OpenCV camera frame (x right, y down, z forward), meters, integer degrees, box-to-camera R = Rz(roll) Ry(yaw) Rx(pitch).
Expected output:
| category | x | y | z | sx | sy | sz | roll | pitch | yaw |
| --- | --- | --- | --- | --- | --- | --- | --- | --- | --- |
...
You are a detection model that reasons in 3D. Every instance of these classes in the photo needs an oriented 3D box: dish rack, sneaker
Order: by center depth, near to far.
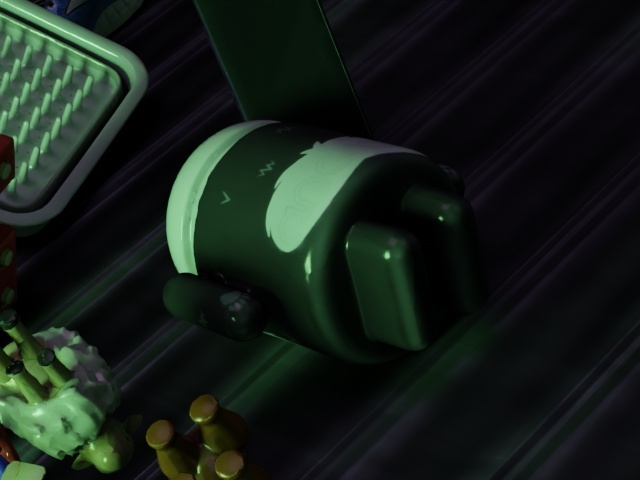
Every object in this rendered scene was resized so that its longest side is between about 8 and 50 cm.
| category | x | y | z | sx | sy | sz | roll | pitch | yaw |
| --- | --- | --- | --- | --- | --- | --- | --- | --- | --- |
| dish rack | -0.373 | -0.146 | 1.741 | 0.333 | 0.072 | 0.285 | 25 | 48 | 4 |
| sneaker | -0.319 | -0.266 | 1.949 | 0.130 | 0.147 | 0.330 | -7 | 37 | 25 |

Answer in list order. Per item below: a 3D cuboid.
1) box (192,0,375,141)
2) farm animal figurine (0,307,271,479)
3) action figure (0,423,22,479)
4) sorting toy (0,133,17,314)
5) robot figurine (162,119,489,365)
| category | x | y | z | sx | sy | sz | roll | pitch | yaw |
| --- | --- | --- | --- | --- | --- | --- | --- | --- | --- |
| box | -0.037 | -0.158 | 1.496 | 0.103 | 0.261 | 0.184 | -22 | 31 | 2 |
| farm animal figurine | -0.168 | 0.243 | 1.068 | 0.327 | 0.172 | 0.330 | 26 | 68 | 37 |
| action figure | -0.264 | 0.194 | 1.297 | 0.091 | 0.139 | 0.280 | -30 | 54 | -17 |
| sorting toy | -0.349 | 0.028 | 1.446 | 0.089 | 0.257 | 0.255 | 18 | 40 | 12 |
| robot figurine | 0.002 | 0.001 | 1.325 | 0.278 | 0.209 | 0.173 | 16 | 91 | 46 |
